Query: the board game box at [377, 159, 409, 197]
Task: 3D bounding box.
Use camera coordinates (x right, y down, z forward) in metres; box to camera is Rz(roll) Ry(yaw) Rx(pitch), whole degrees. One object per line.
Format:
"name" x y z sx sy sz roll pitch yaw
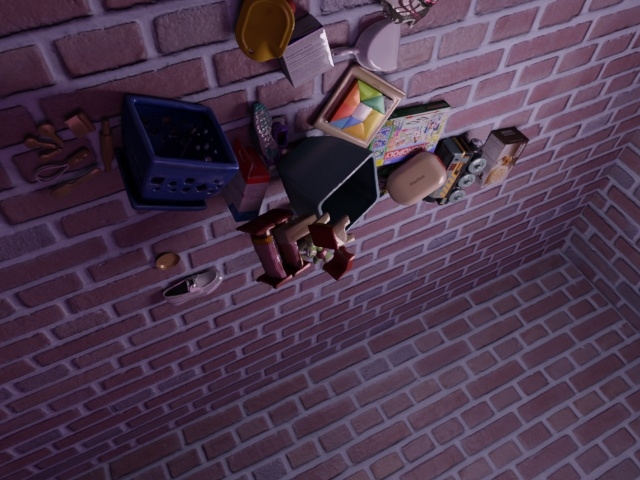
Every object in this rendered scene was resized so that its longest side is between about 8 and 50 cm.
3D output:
"board game box" 0.254 -0.232 2.001 0.260 0.030 0.136 -32 146 1

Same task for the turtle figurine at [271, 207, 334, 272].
"turtle figurine" -0.074 0.020 1.879 0.198 0.274 0.266 -6 135 39

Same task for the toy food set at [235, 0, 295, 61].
"toy food set" -0.119 -0.530 1.210 0.128 0.071 0.218 24 138 -11

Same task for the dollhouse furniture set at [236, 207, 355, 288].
"dollhouse furniture set" -0.064 0.034 1.487 0.152 0.374 0.201 -32 115 -30

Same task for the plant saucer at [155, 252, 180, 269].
"plant saucer" -0.522 0.066 1.751 0.083 0.015 0.083 -23 147 -16

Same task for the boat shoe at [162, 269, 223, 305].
"boat shoe" -0.466 0.170 1.877 0.226 0.083 0.076 -31 149 -1

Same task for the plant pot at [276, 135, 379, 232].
"plant pot" 0.006 -0.181 1.617 0.247 0.252 0.248 -45 151 -17

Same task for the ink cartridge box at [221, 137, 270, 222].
"ink cartridge box" -0.223 -0.184 1.551 0.078 0.134 0.231 -9 142 -32

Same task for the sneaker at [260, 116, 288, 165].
"sneaker" -0.136 -0.286 1.546 0.068 0.071 0.170 -14 145 -26

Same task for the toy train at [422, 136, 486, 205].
"toy train" 0.528 -0.277 2.088 0.190 0.142 0.334 -2 140 -22

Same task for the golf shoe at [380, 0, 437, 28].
"golf shoe" 0.199 -0.619 1.325 0.273 0.105 0.120 -8 143 -44

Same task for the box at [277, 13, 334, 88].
"box" -0.046 -0.492 1.339 0.126 0.072 0.137 -30 149 -3

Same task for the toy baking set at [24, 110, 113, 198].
"toy baking set" -0.615 -0.213 1.277 0.197 0.030 0.256 -12 143 -24

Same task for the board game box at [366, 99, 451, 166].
"board game box" 0.297 -0.374 1.825 0.317 0.046 0.213 -17 144 -23

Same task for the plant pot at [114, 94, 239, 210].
"plant pot" -0.381 -0.203 1.305 0.236 0.236 0.212 -1 143 -41

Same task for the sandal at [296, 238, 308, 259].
"sandal" 0.000 0.001 2.045 0.303 0.086 0.120 -47 146 22

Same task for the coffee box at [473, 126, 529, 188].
"coffee box" 0.761 -0.354 2.203 0.141 0.098 0.246 -15 145 -26

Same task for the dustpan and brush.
"dustpan and brush" 0.128 -0.539 1.445 0.211 0.060 0.147 -25 134 -29

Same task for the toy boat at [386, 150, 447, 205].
"toy boat" 0.361 -0.239 1.948 0.231 0.151 0.151 -34 -173 21

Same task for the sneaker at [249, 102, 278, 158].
"sneaker" -0.179 -0.315 1.480 0.065 0.076 0.166 -38 132 -38

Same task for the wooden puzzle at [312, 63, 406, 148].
"wooden puzzle" 0.123 -0.402 1.595 0.221 0.044 0.238 17 126 -36
